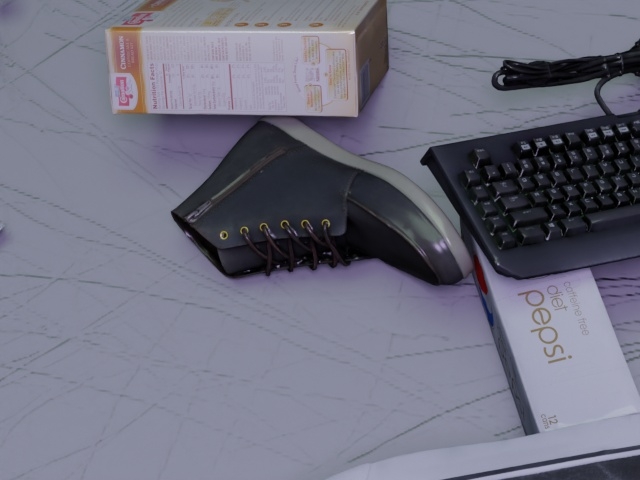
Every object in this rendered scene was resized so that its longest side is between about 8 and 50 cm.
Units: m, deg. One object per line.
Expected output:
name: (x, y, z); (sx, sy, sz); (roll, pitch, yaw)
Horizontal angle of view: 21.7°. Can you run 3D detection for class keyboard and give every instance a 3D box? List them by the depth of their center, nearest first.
keyboard: (0.217, -0.074, 1.158); (0.317, 0.033, 0.201); (-11, 49, -25)

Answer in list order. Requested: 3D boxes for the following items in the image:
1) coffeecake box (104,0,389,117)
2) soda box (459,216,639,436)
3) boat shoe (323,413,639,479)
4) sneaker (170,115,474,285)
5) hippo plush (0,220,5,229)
coffeecake box: (-0.051, -0.143, 1.259); (0.185, 0.068, 0.142); (2, 21, 12)
soda box: (0.150, 0.052, 1.108); (0.069, 0.074, 0.216); (-14, 52, -1)
boat shoe: (0.097, 0.192, 0.987); (0.306, 0.113, 0.105); (-9, 43, -12)
sneaker: (0.000, 0.000, 1.180); (0.118, 0.083, 0.222); (-44, 48, -17)
hippo plush: (-0.360, 0.009, 1.128); (0.294, 0.236, 0.234); (-41, 56, -20)
